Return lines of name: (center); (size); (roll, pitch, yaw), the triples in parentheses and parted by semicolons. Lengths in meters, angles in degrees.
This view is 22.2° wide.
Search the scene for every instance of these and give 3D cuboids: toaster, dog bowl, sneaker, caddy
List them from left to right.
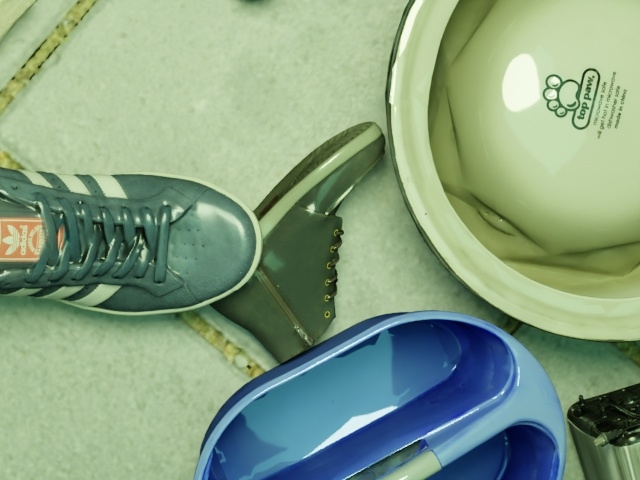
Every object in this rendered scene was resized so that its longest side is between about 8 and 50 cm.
sneaker: (-0.227, -0.001, 1.381); (0.350, 0.148, 0.131); (2, 91, 3)
sneaker: (0.000, 0.000, 1.482); (0.222, 0.083, 0.118); (-45, 102, 6)
caddy: (0.048, 0.203, 1.442); (0.341, 0.179, 0.241); (-28, 95, -6)
dog bowl: (0.247, -0.118, 1.470); (0.408, 0.150, 0.408); (0, 93, -8)
toaster: (0.320, 0.187, 1.484); (0.186, 0.168, 0.110); (-16, 96, -8)

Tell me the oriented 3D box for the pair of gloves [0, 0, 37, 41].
pair of gloves: (-0.392, -0.209, 1.427); (0.240, 0.042, 0.204); (36, 93, -2)
